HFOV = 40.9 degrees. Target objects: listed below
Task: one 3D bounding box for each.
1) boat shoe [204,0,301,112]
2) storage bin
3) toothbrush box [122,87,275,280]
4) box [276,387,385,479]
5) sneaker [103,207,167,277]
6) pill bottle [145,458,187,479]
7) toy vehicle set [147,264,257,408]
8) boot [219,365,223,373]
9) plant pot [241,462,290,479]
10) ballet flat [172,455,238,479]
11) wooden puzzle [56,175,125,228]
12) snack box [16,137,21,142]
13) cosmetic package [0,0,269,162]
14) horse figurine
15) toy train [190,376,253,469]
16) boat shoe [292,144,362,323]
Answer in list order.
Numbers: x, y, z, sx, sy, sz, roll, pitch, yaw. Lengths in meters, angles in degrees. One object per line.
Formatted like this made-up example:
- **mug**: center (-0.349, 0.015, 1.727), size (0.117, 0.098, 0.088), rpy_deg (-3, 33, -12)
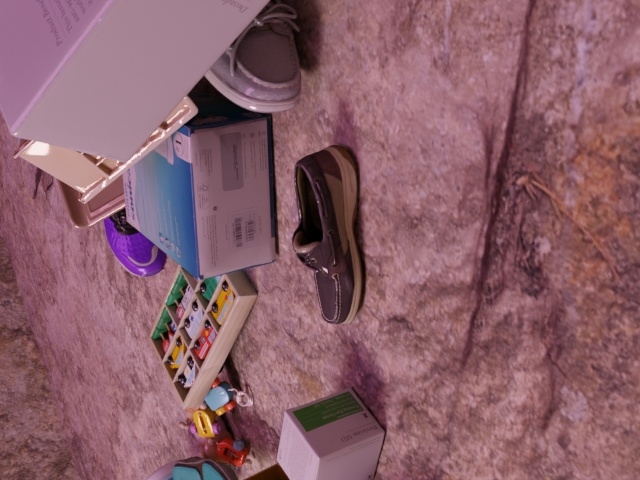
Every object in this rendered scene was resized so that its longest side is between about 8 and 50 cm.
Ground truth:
- **boat shoe**: center (-0.103, -0.293, 1.033), size (0.103, 0.118, 0.320), rpy_deg (116, 140, -56)
- **storage bin**: center (-0.280, -0.237, 1.177), size (0.260, 0.123, 0.262), rpy_deg (-32, 43, 29)
- **toothbrush box**: center (-0.190, -0.097, 1.260), size (0.296, 0.126, 0.216), rpy_deg (28, 125, 53)
- **box**: center (0.011, 0.261, 1.086), size (0.087, 0.101, 0.101), rpy_deg (49, 142, 40)
- **sneaker**: center (-0.366, -0.076, 1.574), size (0.146, 0.102, 0.293), rpy_deg (103, 146, -74)
- **pill bottle**: center (-0.230, 0.548, 1.610), size (0.264, 0.146, 0.146), rpy_deg (44, 139, 44)
- **toy vehicle set**: center (-0.200, 0.126, 1.410), size (0.166, 0.035, 0.266), rpy_deg (54, 130, 35)
- **boot**: center (-0.193, 0.160, 1.479), size (0.121, 0.045, 0.099), rpy_deg (59, 142, 26)
- **plant pot**: center (-0.071, 0.411, 1.333), size (0.081, 0.081, 0.083), rpy_deg (14, 120, 59)
- **ballet flat**: center (-0.176, 0.393, 1.436), size (0.213, 0.068, 0.072), rpy_deg (-10, 91, 54)
- **wooden puzzle**: center (-0.355, -0.162, 1.483), size (0.239, 0.044, 0.220), rpy_deg (-26, 76, 16)
- **snack box**: center (-0.474, -0.281, 1.609), size (0.070, 0.207, 0.174), rpy_deg (25, 123, 55)
- **cosmetic package**: center (-0.163, -0.318, 0.867), size (0.453, 0.162, 0.230), rpy_deg (-42, 61, 24)
- **horse figurine**: center (-0.211, 0.356, 1.570), size (0.263, 0.066, 0.174), rpy_deg (67, 151, 17)
- **toy train**: center (-0.157, 0.308, 1.474), size (0.125, 0.046, 0.166), rpy_deg (20, 116, 18)
- **boat shoe**: center (0.001, 0.000, 1.016), size (0.080, 0.074, 0.223), rpy_deg (30, 128, 54)
